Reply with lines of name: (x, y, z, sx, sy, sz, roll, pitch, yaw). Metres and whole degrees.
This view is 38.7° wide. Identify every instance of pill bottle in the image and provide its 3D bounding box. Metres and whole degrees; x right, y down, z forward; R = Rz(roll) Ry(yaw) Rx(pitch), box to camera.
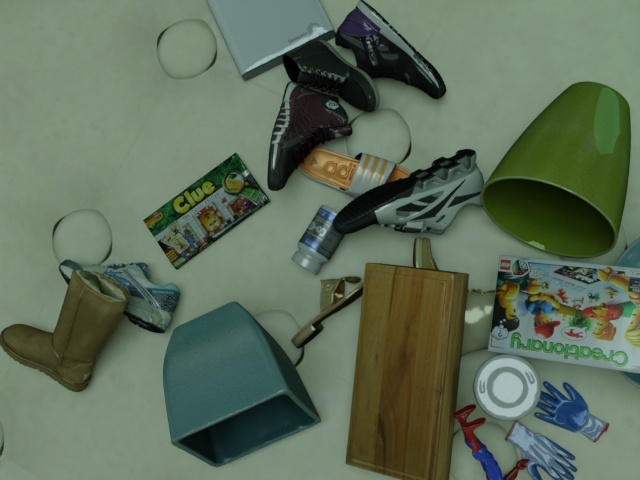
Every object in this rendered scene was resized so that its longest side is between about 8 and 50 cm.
pill bottle: (0.358, 0.285, 1.765, 0.124, 0.221, 0.124, -1, 81, 9)
pill bottle: (0.000, 0.000, 1.942, 0.078, 0.078, 0.137, 31, 86, 12)

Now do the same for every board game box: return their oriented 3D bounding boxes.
board game box: (-0.253, -0.066, 2.019, 0.259, 0.030, 0.136, -37, 75, 2)
board game box: (0.481, 0.138, 1.729, 0.305, 0.053, 0.193, 5, 84, 25)

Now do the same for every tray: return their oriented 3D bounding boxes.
tray: (0.168, 0.258, 1.805, 0.202, 0.076, 0.411, 6, 92, 35)

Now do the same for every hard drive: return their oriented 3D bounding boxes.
hard drive: (-0.143, -0.568, 2.072, 0.233, 0.047, 0.353, -26, 78, 4)

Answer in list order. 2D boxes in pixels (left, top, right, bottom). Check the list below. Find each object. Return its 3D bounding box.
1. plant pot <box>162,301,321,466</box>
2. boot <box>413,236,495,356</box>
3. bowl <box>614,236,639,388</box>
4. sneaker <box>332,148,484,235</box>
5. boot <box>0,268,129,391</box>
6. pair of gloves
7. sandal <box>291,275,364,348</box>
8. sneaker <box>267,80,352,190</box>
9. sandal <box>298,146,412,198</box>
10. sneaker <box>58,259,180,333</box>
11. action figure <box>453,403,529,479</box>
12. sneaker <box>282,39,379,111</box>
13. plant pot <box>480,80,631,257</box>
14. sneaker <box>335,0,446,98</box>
plant pot: (-0.180, 0.276, 1.849, 0.247, 0.247, 0.252, -25, 61, 4)
boot: (0.300, 0.106, 1.869, 0.203, 0.095, 0.262, -11, 78, 6)
bowl: (0.702, 0.138, 1.722, 0.163, 0.311, 0.312, 10, 81, -27)
sneaker: (0.192, -0.058, 1.885, 0.330, 0.122, 0.146, -22, 110, -3)
boot: (-0.546, 0.165, 1.937, 0.236, 0.089, 0.270, 28, 120, 1)
pair of gloves: (0.471, 0.390, 1.833, 0.159, 0.023, 0.198, 35, 87, 13)
sandal: (0.015, 0.121, 1.917, 0.240, 0.088, 0.079, -42, 76, 7)
sneaker: (-0.017, -0.219, 1.937, 0.162, 0.106, 0.281, 11, 59, 2)
sandal: (0.069, -0.142, 1.954, 0.265, 0.076, 0.102, 16, 84, 11)
sneaker: (-0.436, 0.099, 1.998, 0.283, 0.110, 0.122, 25, 68, 9)
action figure: (0.372, 0.443, 1.776, 0.139, 0.091, 0.280, -21, 108, 0)
sneaker: (0.020, -0.338, 1.964, 0.118, 0.083, 0.222, -28, 61, -36)
plant pot: (0.501, -0.161, 1.817, 0.274, 0.275, 0.294, 23, 69, 12)
sneaker: (0.149, -0.385, 1.984, 0.124, 0.107, 0.283, -47, 73, 15)
